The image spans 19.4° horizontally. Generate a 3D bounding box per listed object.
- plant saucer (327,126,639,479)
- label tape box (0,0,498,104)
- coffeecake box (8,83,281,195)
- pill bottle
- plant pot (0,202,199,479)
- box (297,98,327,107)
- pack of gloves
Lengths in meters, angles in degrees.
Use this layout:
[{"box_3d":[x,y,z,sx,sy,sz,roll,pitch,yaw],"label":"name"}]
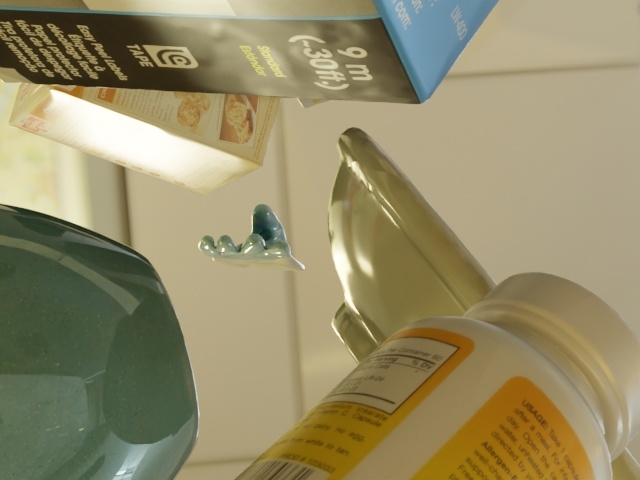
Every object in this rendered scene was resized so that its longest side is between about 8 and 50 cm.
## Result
[{"box_3d":[0.108,0.107,1.261,0.100,0.400,0.400,-37,-170,1],"label":"plant saucer"},{"box_3d":[-0.026,-0.159,0.793,0.334,0.106,0.240,4,157,19],"label":"label tape box"},{"box_3d":[-0.147,-0.108,1.544,0.185,0.068,0.142,20,165,-19],"label":"coffeecake box"},{"box_3d":[0.042,0.104,0.747,0.117,0.117,0.208,5,-144,45],"label":"pill bottle"},{"box_3d":[-0.191,0.097,1.192,0.195,0.290,0.290,-15,-168,-18],"label":"plant pot"},{"box_3d":[-0.001,-0.180,1.437,0.100,0.060,0.244,-18,162,8],"label":"box"},{"box_3d":[0.000,0.000,1.594,0.195,0.046,0.232,3,176,2],"label":"pack of gloves"}]
